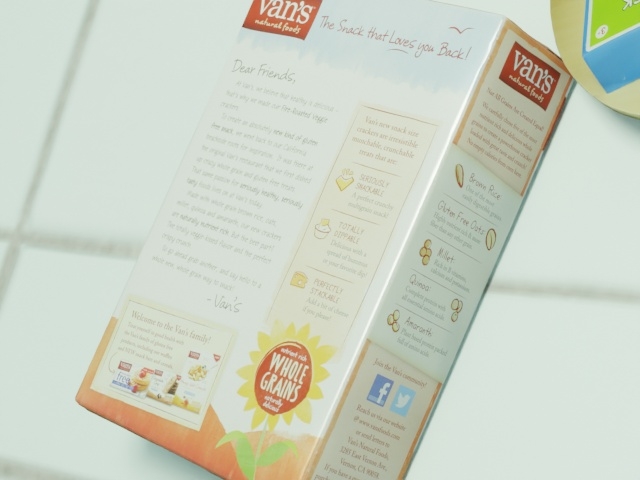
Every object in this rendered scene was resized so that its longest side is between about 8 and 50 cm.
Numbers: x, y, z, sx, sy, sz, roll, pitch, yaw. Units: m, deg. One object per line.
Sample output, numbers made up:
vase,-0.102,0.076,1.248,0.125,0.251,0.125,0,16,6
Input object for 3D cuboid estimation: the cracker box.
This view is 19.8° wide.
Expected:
cracker box,0.000,0.000,0.843,0.156,0.067,0.232,20,85,44

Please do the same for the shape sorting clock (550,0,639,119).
shape sorting clock,0.179,-0.140,0.766,0.206,0.040,0.206,-33,39,32
